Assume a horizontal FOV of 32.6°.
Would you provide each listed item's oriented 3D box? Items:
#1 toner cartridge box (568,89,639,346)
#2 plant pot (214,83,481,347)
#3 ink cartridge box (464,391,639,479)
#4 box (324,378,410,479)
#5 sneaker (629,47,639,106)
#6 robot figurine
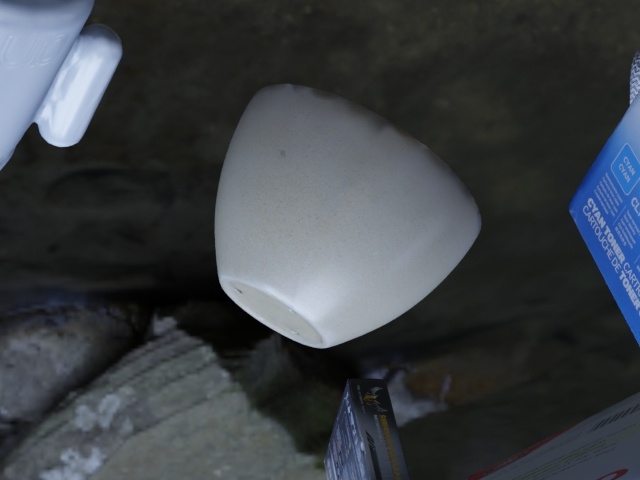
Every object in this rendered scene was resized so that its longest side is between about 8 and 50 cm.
[{"bbox_3d":[0.252,0.064,0.539,0.075,0.347,0.165,-5,144,-21],"label":"toner cartridge box"},{"bbox_3d":[0.000,0.000,1.149,0.284,0.191,0.284,28,162,10],"label":"plant pot"},{"bbox_3d":[0.192,0.237,0.790,0.279,0.160,0.385,-32,170,26],"label":"ink cartridge box"},{"bbox_3d":[0.062,0.328,1.445,0.056,0.231,0.183,2,130,-12],"label":"box"},{"bbox_3d":[0.504,-0.069,1.343,0.210,0.365,0.137,-4,-162,25],"label":"sneaker"},{"bbox_3d":[-0.321,-0.171,0.913,0.300,0.199,0.353,20,130,-25],"label":"robot figurine"}]
